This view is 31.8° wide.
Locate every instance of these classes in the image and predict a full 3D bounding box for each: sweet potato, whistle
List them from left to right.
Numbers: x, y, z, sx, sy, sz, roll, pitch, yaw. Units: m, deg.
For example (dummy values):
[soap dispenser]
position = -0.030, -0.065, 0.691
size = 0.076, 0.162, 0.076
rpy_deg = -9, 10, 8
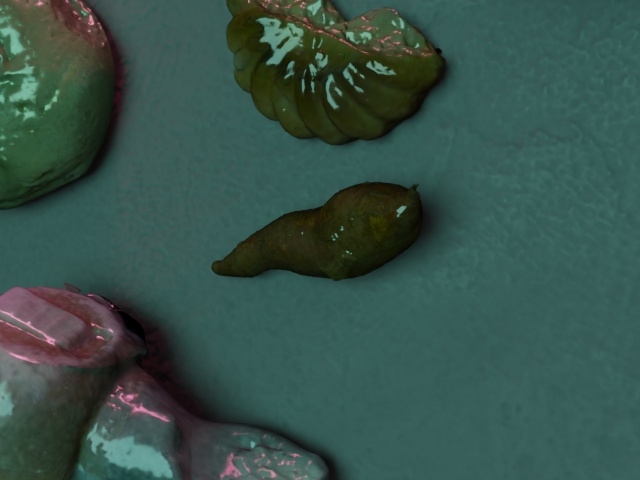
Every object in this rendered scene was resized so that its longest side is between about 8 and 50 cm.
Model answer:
[whistle]
position = -0.163, 0.155, 0.860
size = 0.347, 0.189, 0.189
rpy_deg = 21, 99, 11
[sweet potato]
position = 0.006, 0.001, 0.830
size = 0.226, 0.068, 0.068
rpy_deg = -19, 81, 43

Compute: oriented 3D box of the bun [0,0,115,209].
[bun]
position = -0.279, -0.130, 0.938
size = 0.221, 0.108, 0.221
rpy_deg = 0, 89, 26

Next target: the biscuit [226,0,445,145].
[biscuit]
position = -0.003, -0.132, 0.831
size = 0.183, 0.061, 0.118
rpy_deg = 29, 104, 23
